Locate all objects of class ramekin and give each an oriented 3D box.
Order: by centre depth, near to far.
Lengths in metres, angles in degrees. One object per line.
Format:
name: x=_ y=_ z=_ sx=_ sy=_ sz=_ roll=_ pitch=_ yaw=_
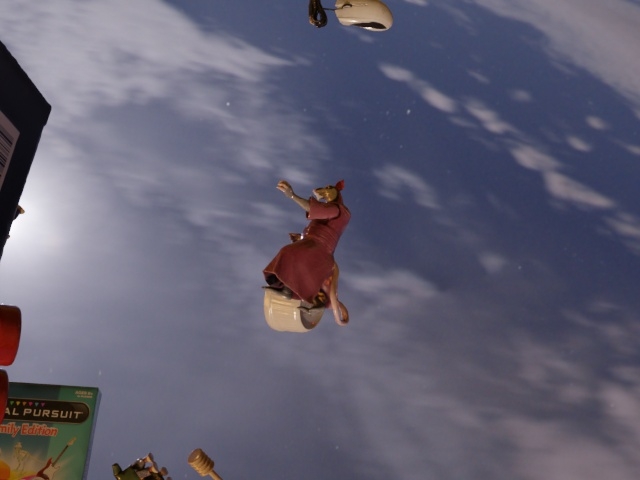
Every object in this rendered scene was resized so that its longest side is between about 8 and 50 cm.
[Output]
ramekin: x=-0.065 y=0.172 z=1.808 sx=0.108 sy=0.207 sz=0.207 roll=9 pitch=-148 yaw=27

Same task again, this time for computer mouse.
computer mouse: x=0.068 y=-0.498 z=1.320 sx=0.192 sy=0.042 sz=0.106 roll=3 pitch=-107 yaw=-12

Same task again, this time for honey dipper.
honey dipper: x=-0.167 y=0.413 z=1.046 sx=0.030 sy=0.161 sz=0.030 roll=-27 pitch=-154 yaw=14

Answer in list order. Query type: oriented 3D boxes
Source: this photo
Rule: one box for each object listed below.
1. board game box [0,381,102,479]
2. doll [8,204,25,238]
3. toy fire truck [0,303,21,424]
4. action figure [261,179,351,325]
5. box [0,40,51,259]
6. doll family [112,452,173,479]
board game box: x=-0.578 y=0.445 z=1.170 sx=0.253 sy=0.079 sz=0.336 roll=7 pitch=-115 yaw=-11
doll: x=-0.803 y=-0.008 z=1.513 sx=0.129 sy=0.046 sz=0.189 roll=-15 pitch=-139 yaw=26
toy fire truck: x=-0.618 y=0.163 z=1.033 sx=0.169 sy=0.302 sz=0.254 roll=8 pitch=-160 yaw=-35
action figure: x=0.000 y=0.000 z=1.642 sx=0.275 sy=0.248 sz=0.370 roll=21 pitch=-104 yaw=21
box: x=-0.621 y=-0.126 z=0.812 sx=0.395 sy=0.212 sz=0.294 roll=8 pitch=-110 yaw=3
doll family: x=-0.298 y=0.466 z=1.065 sx=0.111 sy=0.076 sz=0.193 roll=-33 pitch=-104 yaw=-5
